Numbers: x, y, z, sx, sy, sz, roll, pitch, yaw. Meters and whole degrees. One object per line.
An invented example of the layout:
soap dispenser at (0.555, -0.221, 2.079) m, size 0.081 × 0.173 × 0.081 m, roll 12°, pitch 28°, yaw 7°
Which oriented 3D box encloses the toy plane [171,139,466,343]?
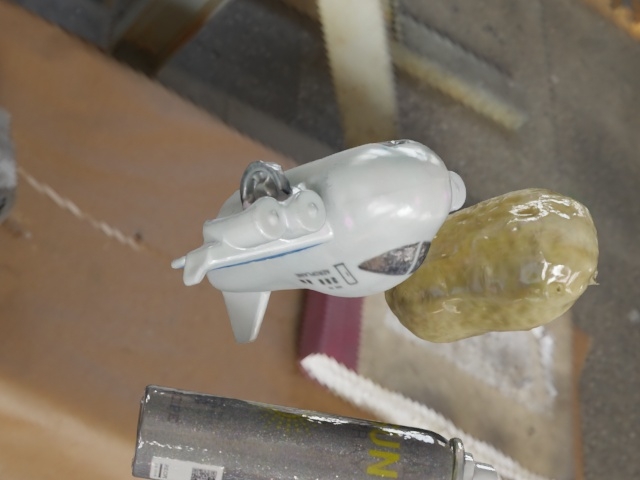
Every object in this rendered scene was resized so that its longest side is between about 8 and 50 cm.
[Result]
toy plane at (-0.001, -0.006, 1.169) m, size 0.266 × 0.266 × 0.123 m, roll -10°, pitch 80°, yaw -48°

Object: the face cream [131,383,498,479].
face cream at (-0.004, 0.169, 1.144) m, size 0.283 × 0.073 × 0.073 m, roll 10°, pitch 48°, yaw -4°

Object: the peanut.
peanut at (0.159, 0.028, 1.367) m, size 0.129 × 0.224 × 0.129 m, roll 24°, pitch 59°, yaw -48°
